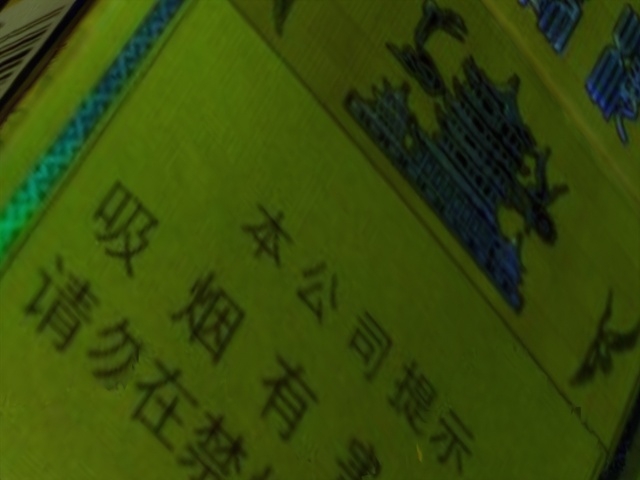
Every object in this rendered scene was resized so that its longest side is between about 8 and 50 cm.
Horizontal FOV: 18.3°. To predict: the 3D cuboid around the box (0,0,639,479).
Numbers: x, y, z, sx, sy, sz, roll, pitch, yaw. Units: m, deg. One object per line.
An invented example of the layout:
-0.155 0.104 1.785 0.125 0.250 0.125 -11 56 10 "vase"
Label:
0.000 0.000 0.493 0.193 0.084 0.301 50 48 -23 "box"
